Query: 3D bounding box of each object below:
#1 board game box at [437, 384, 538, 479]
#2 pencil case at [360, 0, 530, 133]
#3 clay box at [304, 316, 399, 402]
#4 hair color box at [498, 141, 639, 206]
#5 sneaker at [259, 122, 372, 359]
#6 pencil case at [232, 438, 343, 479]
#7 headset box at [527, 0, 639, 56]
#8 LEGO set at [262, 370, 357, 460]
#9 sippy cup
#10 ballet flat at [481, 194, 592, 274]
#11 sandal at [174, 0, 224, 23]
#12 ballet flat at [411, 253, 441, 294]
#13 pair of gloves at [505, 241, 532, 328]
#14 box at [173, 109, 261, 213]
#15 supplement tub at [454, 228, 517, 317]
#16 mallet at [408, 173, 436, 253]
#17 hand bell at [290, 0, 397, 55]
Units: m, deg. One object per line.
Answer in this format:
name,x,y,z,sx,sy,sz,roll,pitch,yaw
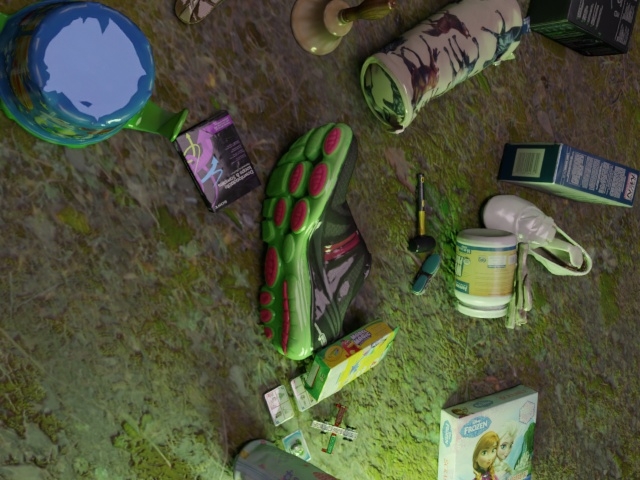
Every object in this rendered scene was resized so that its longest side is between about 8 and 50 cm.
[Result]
board game box,0.466,0.591,1.691,0.319,0.066,0.317,-7,103,-31
pencil case,0.265,-0.395,1.312,0.410,0.160,0.183,-37,102,-21
clay box,0.072,0.254,1.337,0.222,0.053,0.127,-24,145,-38
hair color box,0.655,-0.171,1.594,0.347,0.174,0.105,10,93,-34
sneaker,0.000,0.000,1.234,0.202,0.185,0.482,-4,111,-40
pencil case,-0.059,0.496,1.220,0.124,0.273,0.113,7,92,-43
headset box,0.671,-0.629,1.537,0.283,0.131,0.246,7,96,-33
LEGO set,-0.017,0.412,1.374,0.182,0.060,0.244,-24,100,-26
sippy cup,-0.358,-0.255,0.909,0.306,0.224,0.240,-13,106,-29
ballet flat,0.594,-0.009,1.614,0.400,0.139,0.139,29,84,-33
sandal,-0.185,-0.454,1.088,0.180,0.049,0.072,-39,113,-4
ballet flat,0.260,0.085,1.482,0.041,0.041,0.114,39,79,-32
pair of gloves,0.508,0.119,1.545,0.240,0.042,0.204,53,42,-74
box,-0.193,-0.148,1.150,0.116,0.029,0.162,-35,117,-22
supplement tub,0.406,0.078,1.504,0.144,0.144,0.199,-6,103,-31
mallet,0.248,-0.063,1.445,0.062,0.039,0.189,1,95,-33
hand bell,0.058,-0.418,1.127,0.126,0.242,0.126,-7,104,-31
